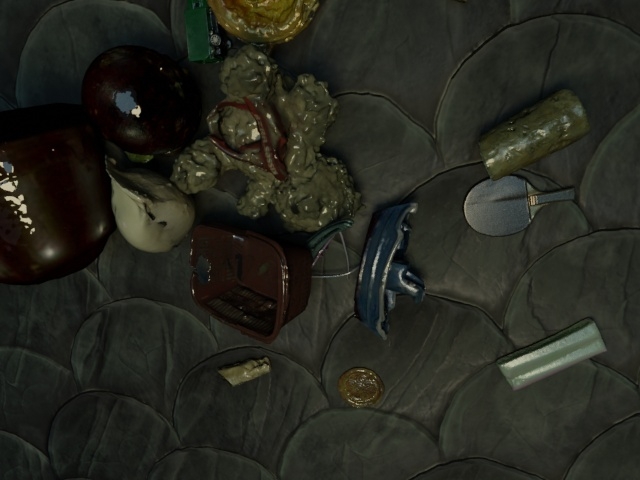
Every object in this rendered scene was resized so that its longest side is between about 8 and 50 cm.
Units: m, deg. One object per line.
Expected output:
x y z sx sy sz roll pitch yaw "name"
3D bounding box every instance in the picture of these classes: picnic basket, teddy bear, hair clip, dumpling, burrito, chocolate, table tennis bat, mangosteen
-0.141 0.075 0.960 0.296 0.129 0.223 15 106 38 "picnic basket"
-0.072 -0.155 0.907 0.367 0.224 0.357 43 125 -3 "teddy bear"
0.000 0.000 0.941 0.039 0.070 0.229 23 143 -20 "hair clip"
-0.370 -0.092 0.950 0.227 0.175 0.243 46 139 11 "dumpling"
-0.192 0.327 1.118 0.149 0.055 0.041 -19 130 12 "burrito"
-0.611 -0.073 0.940 0.383 0.384 0.332 -13 101 13 "chocolate"
0.409 -0.077 0.933 0.220 0.019 0.131 -9 102 13 "table tennis bat"
-0.373 -0.252 0.937 0.231 0.231 0.289 30 126 2 "mangosteen"

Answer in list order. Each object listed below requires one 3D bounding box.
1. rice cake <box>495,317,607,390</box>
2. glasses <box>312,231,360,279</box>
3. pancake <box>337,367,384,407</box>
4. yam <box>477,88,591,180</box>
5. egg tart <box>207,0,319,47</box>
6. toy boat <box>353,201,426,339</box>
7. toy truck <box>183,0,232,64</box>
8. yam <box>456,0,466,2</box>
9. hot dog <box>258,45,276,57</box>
0.505 0.253 0.981 0.221 0.042 0.080 -31 94 14 "rice cake"
0.042 0.051 1.002 0.103 0.062 0.140 35 114 -1 "glasses"
0.098 0.359 1.093 0.114 0.011 0.115 3 104 11 "pancake"
0.397 -0.198 0.862 0.194 0.107 0.107 -29 96 16 "yam"
-0.108 -0.501 0.876 0.240 0.106 0.241 1 103 3 "egg tart"
0.158 0.067 0.954 0.142 0.129 0.310 14 104 18 "toy boat"
-0.234 -0.451 0.937 0.079 0.065 0.147 2 105 13 "toy truck"
0.288 -0.530 0.824 0.068 0.068 0.170 32 106 2 "yam"
-0.135 -0.376 0.955 0.043 0.028 0.137 21 110 -22 "hot dog"
